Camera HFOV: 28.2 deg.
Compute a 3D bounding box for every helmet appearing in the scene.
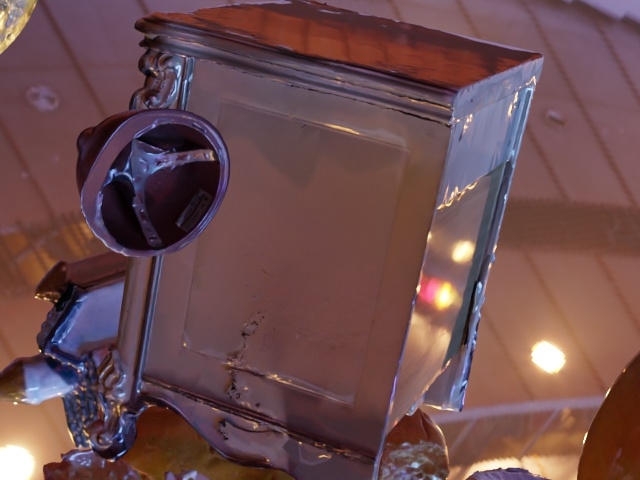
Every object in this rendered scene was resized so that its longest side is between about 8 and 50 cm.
[{"bbox_3d":[-0.107,-0.044,0.720,0.057,0.089,0.111,37,-178,33],"label":"helmet"}]

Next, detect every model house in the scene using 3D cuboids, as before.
[{"bbox_3d":[-0.259,0.131,1.530,0.291,0.253,0.184,-13,-171,-18],"label":"model house"}]

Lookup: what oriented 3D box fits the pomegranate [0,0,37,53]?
[{"bbox_3d":[-0.384,-0.268,1.312,0.159,0.241,0.190,26,-154,-1],"label":"pomegranate"}]

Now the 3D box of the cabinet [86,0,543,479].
[{"bbox_3d":[0.000,0.000,0.958,0.227,0.318,0.290,16,-162,16],"label":"cabinet"}]

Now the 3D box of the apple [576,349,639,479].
[{"bbox_3d":[0.262,0.152,0.709,0.253,0.253,0.253,15,-140,-13],"label":"apple"}]

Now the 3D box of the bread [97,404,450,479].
[{"bbox_3d":[-0.048,0.219,1.233,0.344,0.149,0.195,5,-146,-2],"label":"bread"}]

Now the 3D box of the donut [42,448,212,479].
[{"bbox_3d":[-0.119,0.254,0.997,0.085,0.233,0.199,-32,-71,-34],"label":"donut"}]

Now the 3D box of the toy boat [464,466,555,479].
[{"bbox_3d":[0.240,0.320,1.213,0.215,0.123,0.330,29,-174,35],"label":"toy boat"}]
